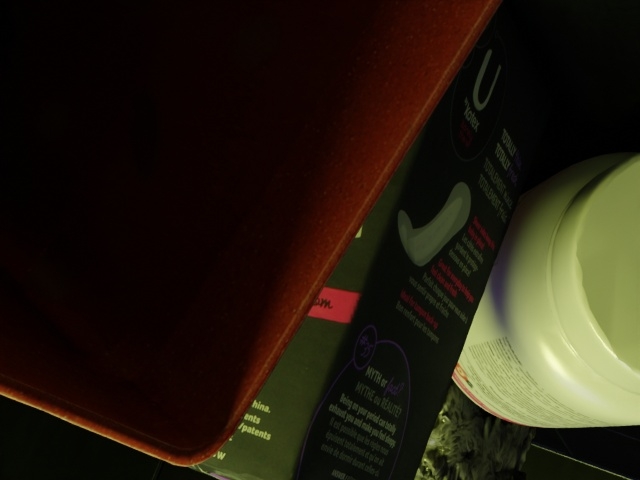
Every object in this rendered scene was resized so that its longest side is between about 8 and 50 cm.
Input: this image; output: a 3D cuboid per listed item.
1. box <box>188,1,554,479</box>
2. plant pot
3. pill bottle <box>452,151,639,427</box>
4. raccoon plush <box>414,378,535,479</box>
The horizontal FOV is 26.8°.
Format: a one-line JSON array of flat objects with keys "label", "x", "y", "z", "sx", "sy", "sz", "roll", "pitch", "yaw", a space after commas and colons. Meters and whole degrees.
[{"label": "box", "x": 0.000, "y": 0.000, "z": 0.708, "sx": 0.143, "sy": 0.270, "sz": 0.165, "roll": 17, "pitch": 168, "yaw": 26}, {"label": "plant pot", "x": -0.115, "y": -0.126, "z": 0.423, "sx": 0.236, "sy": 0.267, "sz": 0.267, "roll": 29, "pitch": 176, "yaw": 39}, {"label": "pill bottle", "x": 0.175, "y": 0.035, "z": 0.833, "sx": 0.160, "sy": 0.160, "sz": 0.283, "roll": 23, "pitch": 169, "yaw": -4}, {"label": "raccoon plush", "x": 0.025, "y": 0.166, "z": 1.222, "sx": 0.299, "sy": 0.446, "sz": 0.216, "roll": 15, "pitch": -161, "yaw": 33}]
